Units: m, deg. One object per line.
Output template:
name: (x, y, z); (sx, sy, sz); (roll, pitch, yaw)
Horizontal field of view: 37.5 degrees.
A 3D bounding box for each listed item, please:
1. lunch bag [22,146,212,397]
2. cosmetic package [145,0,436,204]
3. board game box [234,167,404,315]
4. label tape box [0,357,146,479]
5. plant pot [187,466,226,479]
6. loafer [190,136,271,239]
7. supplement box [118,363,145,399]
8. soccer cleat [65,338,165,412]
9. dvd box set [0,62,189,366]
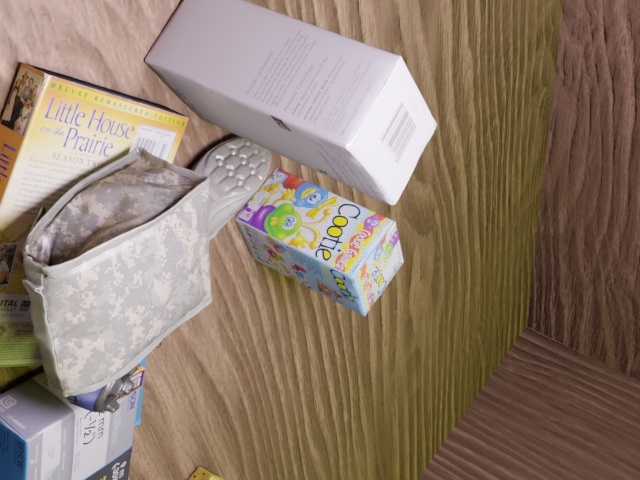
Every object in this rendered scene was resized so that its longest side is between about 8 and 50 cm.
lunch bag: (-0.293, 0.047, 1.298); (0.287, 0.168, 0.235); (-42, 146, -43)
cosmetic package: (-0.043, -0.221, 1.408); (0.156, 0.385, 0.217); (-61, 150, -9)
board game box: (0.000, 0.000, 1.789); (0.142, 0.275, 0.144); (-52, 151, -22)
label tape box: (-0.383, 0.312, 1.553); (0.347, 0.115, 0.249); (-26, 138, -48)
plant pot: (-0.246, 0.536, 2.035); (0.081, 0.081, 0.083); (-50, 139, -25)
loafer: (-0.198, -0.066, 1.594); (0.319, 0.112, 0.111); (-47, -175, -37)
supplement box: (-0.323, 0.202, 1.470); (0.055, 0.083, 0.043); (-28, 143, -47)
soccer cleat: (-0.306, 0.140, 1.436); (0.289, 0.121, 0.093); (-62, 175, -52)
dvd box set: (-0.371, -0.019, 1.354); (0.307, 0.062, 0.421); (6, 108, -62)
